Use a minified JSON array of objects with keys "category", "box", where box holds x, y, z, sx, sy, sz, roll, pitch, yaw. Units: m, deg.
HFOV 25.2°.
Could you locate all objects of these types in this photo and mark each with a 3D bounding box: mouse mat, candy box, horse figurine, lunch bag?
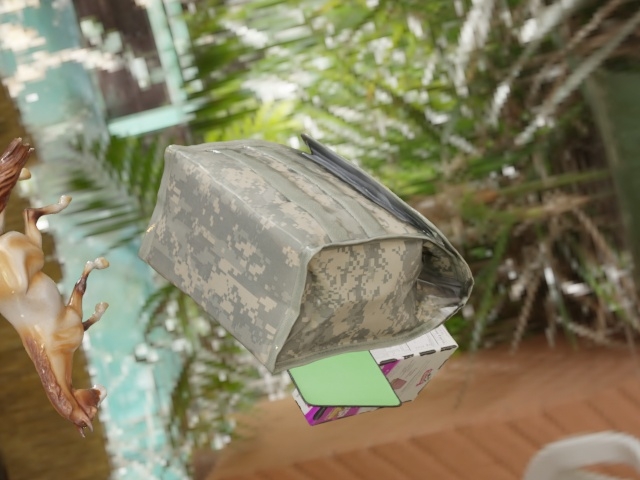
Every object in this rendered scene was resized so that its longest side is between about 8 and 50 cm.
[{"category":"mouse mat","box":[0.016,0.175,2.000,0.190,0.152,0.007,58,137,50]},{"category":"candy box","box":[0.089,0.209,2.318,0.071,0.233,0.159,58,133,26]},{"category":"horse figurine","box":[-0.269,0.038,1.376,0.174,0.066,0.263,-67,-40,-52]},{"category":"lunch bag","box":[0.000,0.000,1.511,0.235,0.287,0.169,38,120,35]}]
